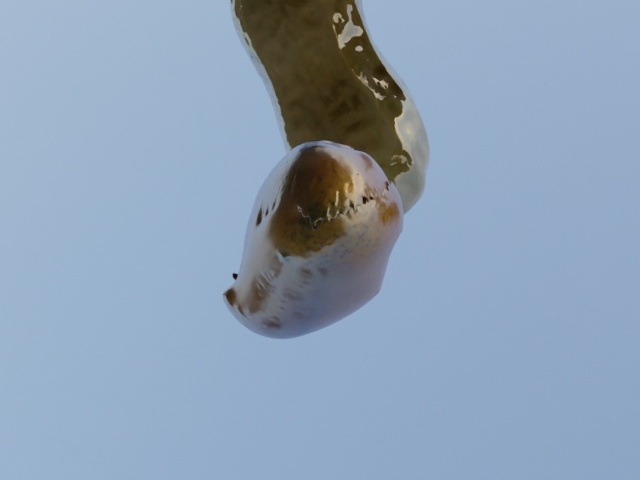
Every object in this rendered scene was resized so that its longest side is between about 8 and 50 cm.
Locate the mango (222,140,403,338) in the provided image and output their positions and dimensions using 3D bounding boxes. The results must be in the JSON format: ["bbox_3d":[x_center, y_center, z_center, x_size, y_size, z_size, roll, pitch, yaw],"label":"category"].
[{"bbox_3d":[0.000,0.000,0.658,0.127,0.063,0.077,121,-6,-68],"label":"mango"}]

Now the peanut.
[{"bbox_3d":[0.008,-0.138,1.272,0.111,0.125,0.275,-24,-99,22],"label":"peanut"}]
